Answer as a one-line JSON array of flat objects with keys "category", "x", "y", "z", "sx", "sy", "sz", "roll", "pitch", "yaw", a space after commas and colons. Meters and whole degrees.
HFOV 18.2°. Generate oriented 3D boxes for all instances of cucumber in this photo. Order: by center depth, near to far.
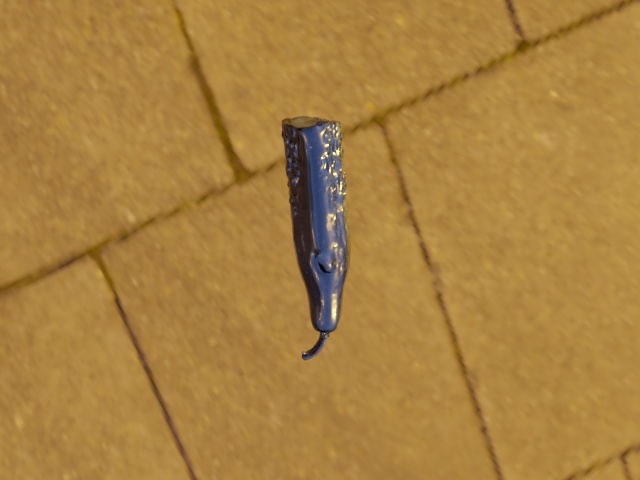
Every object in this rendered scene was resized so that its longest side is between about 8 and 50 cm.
[{"category": "cucumber", "x": 0.000, "y": 0.000, "z": 1.274, "sx": 0.043, "sy": 0.039, "sz": 0.163, "roll": -5, "pitch": 108, "yaw": 4}]
